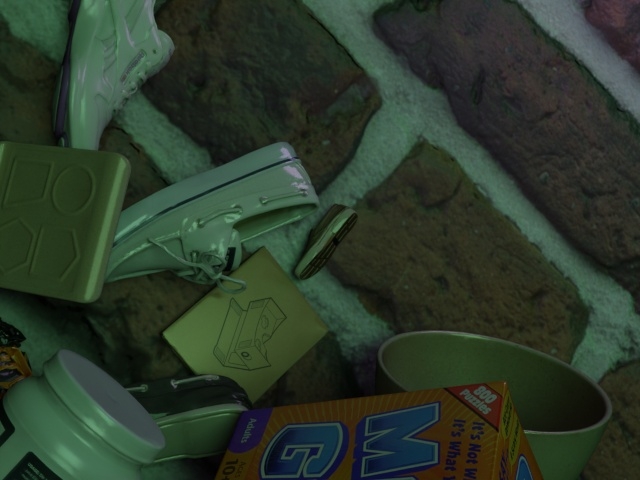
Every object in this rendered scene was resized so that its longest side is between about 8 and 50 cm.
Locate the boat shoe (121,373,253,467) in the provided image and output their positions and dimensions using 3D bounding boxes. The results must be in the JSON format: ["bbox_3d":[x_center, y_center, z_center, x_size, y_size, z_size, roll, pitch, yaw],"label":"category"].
[{"bbox_3d":[-0.256,0.243,1.348,0.335,0.095,0.112,-4,120,-15],"label":"boat shoe"}]

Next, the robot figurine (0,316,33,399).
[{"bbox_3d":[-0.462,0.110,1.231,0.291,0.085,0.211,58,38,-10],"label":"robot figurine"}]

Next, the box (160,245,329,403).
[{"bbox_3d":[-0.105,0.132,1.463,0.201,0.021,0.164,-42,101,-23],"label":"box"}]

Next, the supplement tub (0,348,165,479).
[{"bbox_3d":[-0.331,0.280,1.172,0.191,0.191,0.272,44,88,-13],"label":"supplement tub"}]

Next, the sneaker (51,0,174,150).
[{"bbox_3d":[-0.277,-0.231,1.380,0.152,0.114,0.305,12,79,-21],"label":"sneaker"}]

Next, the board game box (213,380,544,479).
[{"bbox_3d":[0.079,0.431,1.197,0.356,0.357,0.356,-68,141,-51],"label":"board game box"}]

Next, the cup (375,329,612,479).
[{"bbox_3d":[0.220,0.299,1.455,0.331,0.331,0.236,4,107,-24],"label":"cup"}]

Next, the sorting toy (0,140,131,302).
[{"bbox_3d":[-0.350,-0.026,1.305,0.208,0.038,0.193,9,81,22],"label":"sorting toy"}]

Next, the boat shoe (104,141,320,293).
[{"bbox_3d":[-0.152,0.003,1.391,0.367,0.136,0.156,-27,77,-31],"label":"boat shoe"}]

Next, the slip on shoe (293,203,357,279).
[{"bbox_3d":[0.000,0.000,1.518,0.041,0.051,0.135,32,76,25],"label":"slip on shoe"}]
